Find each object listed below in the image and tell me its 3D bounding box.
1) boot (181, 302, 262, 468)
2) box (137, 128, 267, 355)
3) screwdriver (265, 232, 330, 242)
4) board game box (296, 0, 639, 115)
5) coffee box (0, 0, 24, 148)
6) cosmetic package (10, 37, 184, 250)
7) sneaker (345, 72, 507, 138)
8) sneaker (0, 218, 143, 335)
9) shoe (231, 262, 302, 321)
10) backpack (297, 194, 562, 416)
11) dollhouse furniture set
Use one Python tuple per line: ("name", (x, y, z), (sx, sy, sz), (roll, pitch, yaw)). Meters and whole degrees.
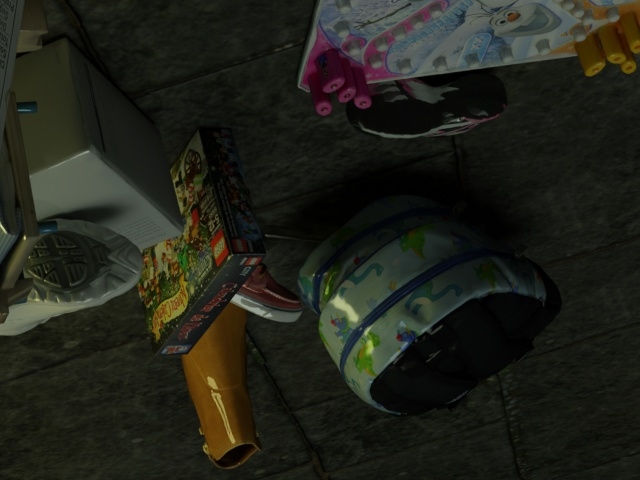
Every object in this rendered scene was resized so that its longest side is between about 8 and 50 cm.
("boot", (-0.120, 0.154, 2.250), (0.104, 0.211, 0.295), (-12, 154, -9))
("box", (-0.142, 0.005, 2.000), (0.044, 0.159, 0.233), (0, 150, -29))
("screwdriver", (0.000, 0.000, 2.224), (0.025, 0.024, 0.170), (0, 175, 44))
("board game box", (0.194, -0.265, 1.783), (0.390, 0.050, 0.390), (-9, 154, -15))
("coffee box", (-0.410, -0.206, 1.115), (0.337, 0.334, 0.338), (-4, 158, 23))
("cosmetic package", (-0.290, -0.061, 1.806), (0.224, 0.138, 0.225), (-21, 152, 11))
("sneaker", (0.112, -0.135, 1.978), (0.178, 0.072, 0.077), (-2, 162, -16))
("sneaker", (-0.280, 0.043, 1.784), (0.232, 0.090, 0.115), (-10, 162, 9))
("shoe", (-0.085, 0.032, 2.136), (0.178, 0.063, 0.081), (23, 106, -23))
("backpack", (0.121, 0.085, 2.216), (0.290, 0.273, 0.355), (-35, 177, 12))
("dollhouse furniture set", (-0.334, -0.090, 1.483), (0.198, 0.303, 0.286), (-7, 166, -20))
